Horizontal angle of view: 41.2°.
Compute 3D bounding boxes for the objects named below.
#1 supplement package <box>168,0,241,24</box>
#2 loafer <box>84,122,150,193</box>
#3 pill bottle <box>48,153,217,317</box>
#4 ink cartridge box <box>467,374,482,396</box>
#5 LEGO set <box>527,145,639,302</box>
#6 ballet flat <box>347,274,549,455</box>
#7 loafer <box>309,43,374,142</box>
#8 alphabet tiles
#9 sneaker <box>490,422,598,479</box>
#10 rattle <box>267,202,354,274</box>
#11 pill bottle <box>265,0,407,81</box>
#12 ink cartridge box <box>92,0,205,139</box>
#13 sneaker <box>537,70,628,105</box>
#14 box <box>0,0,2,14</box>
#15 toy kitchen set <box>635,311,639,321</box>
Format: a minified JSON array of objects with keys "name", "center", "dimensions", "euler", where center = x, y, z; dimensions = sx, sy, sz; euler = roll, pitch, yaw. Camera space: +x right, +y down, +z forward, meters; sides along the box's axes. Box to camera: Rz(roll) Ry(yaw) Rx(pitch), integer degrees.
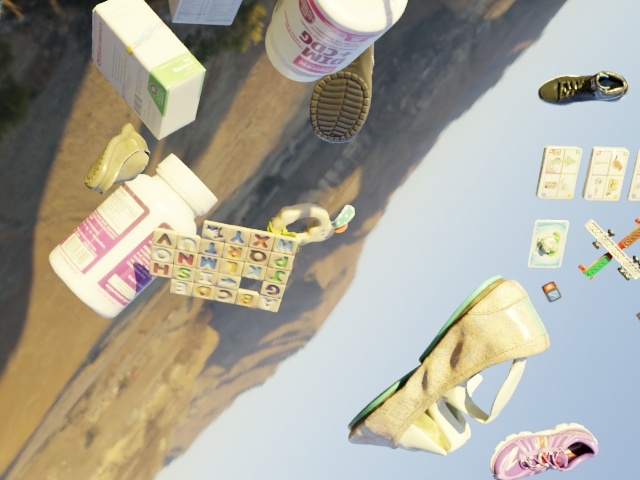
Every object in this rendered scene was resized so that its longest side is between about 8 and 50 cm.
[{"name":"supplement package","center":[-0.258,-0.625,1.917],"dimensions":[0.149,0.194,0.203],"euler":[-4,162,-23]},{"name":"loafer","center":[-0.227,-0.092,0.981],"dimensions":[0.056,0.050,0.148],"euler":[-46,-164,24]},{"name":"pill bottle","center":[-0.341,-0.014,1.588],"dimensions":[0.301,0.169,0.169],"euler":[-44,180,-5]},{"name":"ink cartridge box","center":[0.218,0.303,1.644],"dimensions":[0.180,0.104,0.060],"euler":[-51,172,-1]},{"name":"LEGO set","center":[0.388,-0.024,1.228],"dimensions":[0.060,0.182,0.244],"euler":[-97,-172,-64]},{"name":"ballet flat","center":[0.134,0.169,0.927],"dimensions":[0.107,0.106,0.316],"euler":[-24,157,-43]},{"name":"loafer","center":[0.067,-0.393,1.925],"dimensions":[0.130,0.133,0.366],"euler":[-71,176,-57]},{"name":"alphabet tiles","center":[-0.171,0.041,1.455],"dimensions":[0.198,0.237,0.009],"euler":[108,-10,-47]},{"name":"sneaker","center":[0.341,0.326,1.300],"dimensions":[0.169,0.068,0.071],"euler":[-19,-169,-4]},{"name":"rattle","center":[0.000,0.000,1.746],"dimensions":[0.130,0.199,0.143],"euler":[-62,-140,25]},{"name":"pill bottle","center":[0.014,-0.362,1.371],"dimensions":[0.160,0.160,0.283],"euler":[-53,-170,-18]},{"name":"ink cartridge box","center":[-0.313,-0.315,1.531],"dimensions":[0.093,0.212,0.154],"euler":[-36,166,-30]},{"name":"sneaker","center":[0.655,-0.388,2.124],"dimensions":[0.121,0.216,0.079],"euler":[17,72,-77]},{"name":"box","center":[-0.538,-0.307,0.988],"dimensions":[0.177,0.279,0.290],"euler":[2,96,-77]},{"name":"toy kitchen set","center":[0.577,0.153,1.462],"dimensions":[0.083,0.068,0.075],"euler":[-14,161,-21]}]
